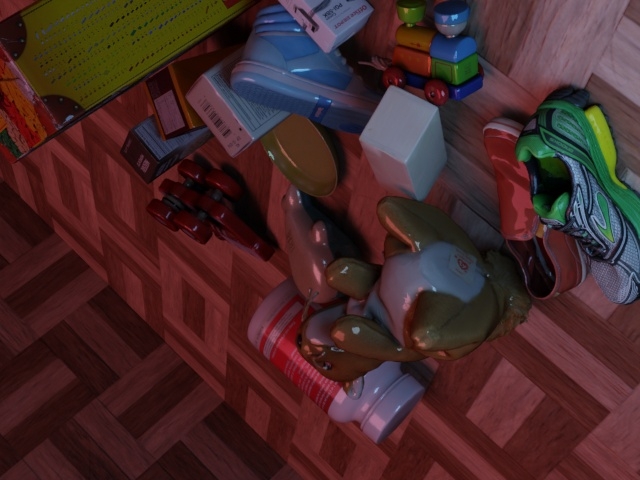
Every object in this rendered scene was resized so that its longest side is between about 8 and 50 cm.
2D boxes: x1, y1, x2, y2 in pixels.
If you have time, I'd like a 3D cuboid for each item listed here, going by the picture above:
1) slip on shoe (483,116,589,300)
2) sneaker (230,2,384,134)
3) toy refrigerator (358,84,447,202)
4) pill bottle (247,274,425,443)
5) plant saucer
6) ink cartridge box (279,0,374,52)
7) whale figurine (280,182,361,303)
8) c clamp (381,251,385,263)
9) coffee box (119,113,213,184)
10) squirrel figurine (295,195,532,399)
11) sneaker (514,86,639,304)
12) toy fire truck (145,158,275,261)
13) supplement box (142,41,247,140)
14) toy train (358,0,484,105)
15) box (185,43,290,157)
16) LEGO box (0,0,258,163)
[{"bbox_3d":[0.333,-0.045,1.532,0.123,0.101,0.331,14,135,53],"label":"slip on shoe"},{"bbox_3d":[0.019,-0.313,1.666,0.318,0.208,0.127,17,164,-16],"label":"sneaker"},{"bbox_3d":[0.137,-0.149,1.572,0.094,0.102,0.269,29,175,16],"label":"toy refrigerator"},{"bbox_3d":[0.040,0.279,2.280,0.407,0.229,0.229,41,153,19],"label":"pill bottle"},{"bbox_3d":[-0.041,-0.199,1.994,0.241,0.037,0.241,37,150,25],"label":"plant saucer"},{"bbox_3d":[0.006,-0.393,1.589,0.135,0.099,0.056,48,153,3],"label":"ink cartridge box"},{"bbox_3d":[0.000,0.000,2.125,0.216,0.141,0.272,123,130,-63],"label":"whale figurine"},{"bbox_3d":[0.192,0.110,2.051,0.160,0.022,0.137,32,149,34],"label":"c clamp"},{"bbox_3d":[-0.305,-0.246,2.110,0.098,0.246,0.141,50,155,0],"label":"coffee box"},{"bbox_3d":[0.158,0.142,1.731,0.370,0.396,0.281,-44,56,39],"label":"squirrel figurine"},{"bbox_3d":[0.378,-0.042,1.413,0.134,0.146,0.344,-1,126,58],"label":"sneaker"},{"bbox_3d":[-0.276,-0.058,2.441,0.302,0.169,0.254,22,161,46],"label":"toy fire truck"},{"bbox_3d":[-0.225,-0.300,1.936,0.194,0.191,0.129,-5,105,63],"label":"supplement box"},{"bbox_3d":[0.137,-0.313,1.498,0.248,0.105,0.143,26,135,40],"label":"toy train"},{"bbox_3d":[-0.104,-0.284,1.755,0.149,0.232,0.127,53,155,-5],"label":"box"},{"bbox_3d":[-0.382,-0.376,1.768,0.193,0.500,0.372,57,154,-13],"label":"LEGO box"}]
